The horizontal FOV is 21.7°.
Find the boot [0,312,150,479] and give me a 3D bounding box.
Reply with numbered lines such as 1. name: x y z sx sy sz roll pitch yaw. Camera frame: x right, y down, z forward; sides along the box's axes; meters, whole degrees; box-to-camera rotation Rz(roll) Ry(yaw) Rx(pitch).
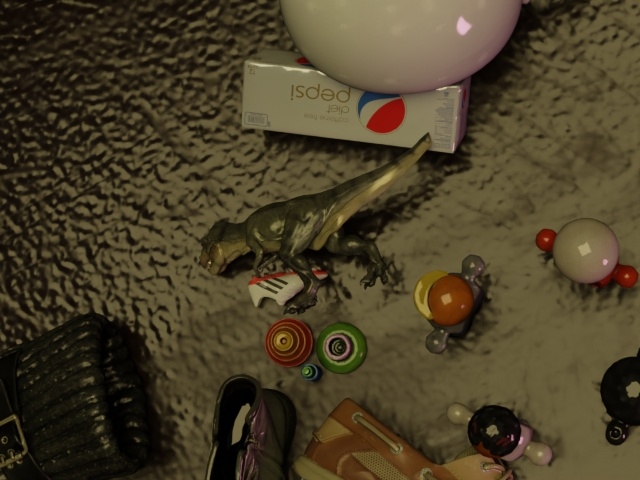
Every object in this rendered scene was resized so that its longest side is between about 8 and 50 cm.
1. boot: -0.283 0.262 1.627 0.260 0.131 0.347 -16 80 8

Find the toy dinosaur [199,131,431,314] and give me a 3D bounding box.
1. toy dinosaur: 0.000 0.000 1.603 0.268 0.064 0.118 -23 76 17

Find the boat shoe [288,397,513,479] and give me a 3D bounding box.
1. boat shoe: 0.130 0.249 1.559 0.324 0.122 0.119 26 83 13

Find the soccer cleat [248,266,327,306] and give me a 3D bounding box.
1. soccer cleat: -0.032 0.046 1.660 0.083 0.029 0.035 -9 90 13

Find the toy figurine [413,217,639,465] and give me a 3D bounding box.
1. toy figurine: 0.205 0.098 1.545 0.210 0.148 0.213 -17 81 7

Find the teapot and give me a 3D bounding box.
1. teapot: 0.078 -0.273 1.557 0.256 0.187 0.252 -38 59 -22

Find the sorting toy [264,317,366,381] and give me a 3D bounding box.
1. sorting toy: -0.008 0.108 1.639 0.102 0.042 0.061 3 84 11

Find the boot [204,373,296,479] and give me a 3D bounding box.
1. boot: -0.083 0.250 1.575 0.084 0.161 0.246 5 84 12

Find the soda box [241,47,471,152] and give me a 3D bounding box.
1. soda box: 0.034 -0.138 1.636 0.216 0.074 0.069 8 109 11
